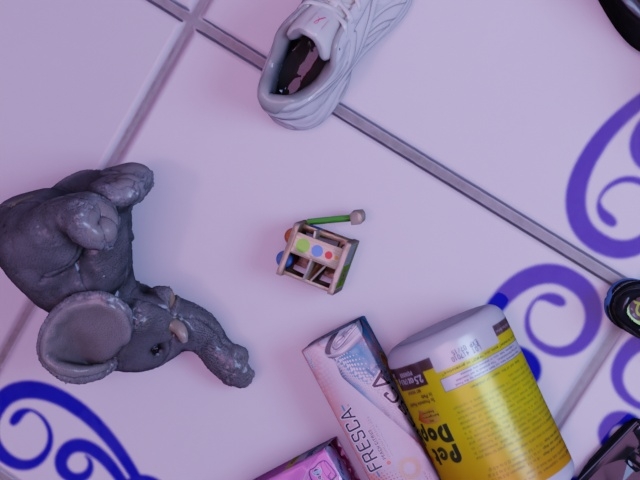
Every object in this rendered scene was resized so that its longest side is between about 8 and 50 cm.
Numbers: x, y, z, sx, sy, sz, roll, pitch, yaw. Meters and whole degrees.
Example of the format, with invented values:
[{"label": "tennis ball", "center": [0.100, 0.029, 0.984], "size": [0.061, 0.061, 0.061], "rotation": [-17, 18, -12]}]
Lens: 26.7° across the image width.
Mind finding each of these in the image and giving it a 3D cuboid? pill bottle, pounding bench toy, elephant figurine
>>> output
[{"label": "pill bottle", "center": [0.154, 0.175, 1.225], "size": [0.117, 0.117, 0.215], "rotation": [-25, 89, 11]}, {"label": "pounding bench toy", "center": [0.000, 0.000, 1.274], "size": [0.065, 0.052, 0.083], "rotation": [22, 98, 9]}, {"label": "elephant figurine", "center": [-0.202, 0.060, 1.276], "size": [0.186, 0.169, 0.240], "rotation": [-1, 112, 39]}]

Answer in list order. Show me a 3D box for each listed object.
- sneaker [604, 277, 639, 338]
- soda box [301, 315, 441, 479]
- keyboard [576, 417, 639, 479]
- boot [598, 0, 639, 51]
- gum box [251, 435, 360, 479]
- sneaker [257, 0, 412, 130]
[{"label": "sneaker", "center": [0.345, 0.083, 1.202], "size": [0.188, 0.078, 0.067], "rotation": [16, 97, 8]}, {"label": "soda box", "center": [0.054, 0.167, 1.274], "size": [0.063, 0.058, 0.183], "rotation": [-29, 89, 11]}, {"label": "keyboard", "center": [0.395, 0.279, 1.233], "size": [0.317, 0.033, 0.201], "rotation": [42, 103, 4]}, {"label": "boot", "center": [0.391, -0.255, 1.161], "size": [0.280, 0.096, 0.264], "rotation": [-37, 65, 3]}, {"label": "gum box", "center": [0.010, 0.299, 1.289], "size": [0.107, 0.062, 0.188], "rotation": [-29, 88, 12]}, {"label": "sneaker", "center": [0.017, -0.202, 1.224], "size": [0.090, 0.115, 0.232], "rotation": [29, 99, 7]}]
